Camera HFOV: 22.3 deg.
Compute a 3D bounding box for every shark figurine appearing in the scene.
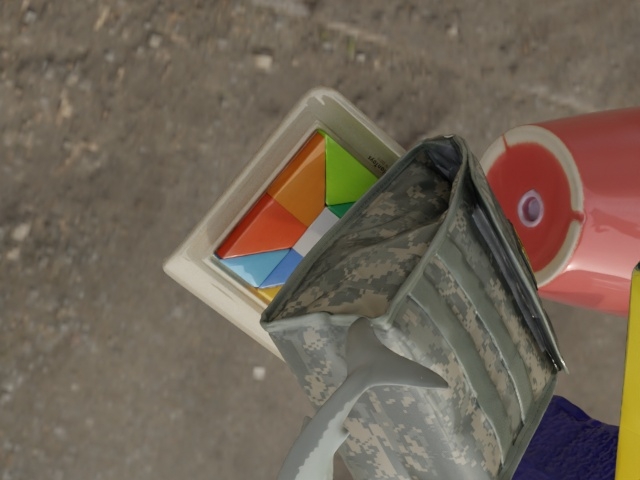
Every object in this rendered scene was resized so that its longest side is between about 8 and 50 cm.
[{"bbox_3d":[-0.016,0.193,1.164,0.166,0.116,0.278,5,91,-38],"label":"shark figurine"}]

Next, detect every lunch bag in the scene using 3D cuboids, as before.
[{"bbox_3d":[0.113,0.067,1.484,0.169,0.287,0.235,-5,125,37],"label":"lunch bag"}]

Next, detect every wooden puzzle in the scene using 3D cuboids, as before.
[{"bbox_3d":[0.000,0.000,1.568,0.238,0.044,0.221,-48,121,5],"label":"wooden puzzle"}]

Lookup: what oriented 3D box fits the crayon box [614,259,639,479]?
[{"bbox_3d":[0.459,0.176,1.489,0.363,0.106,0.313,25,142,29],"label":"crayon box"}]

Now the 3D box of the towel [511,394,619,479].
[{"bbox_3d":[0.251,0.328,1.921,0.308,0.228,0.076,-39,119,-17],"label":"towel"}]

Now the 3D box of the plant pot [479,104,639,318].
[{"bbox_3d":[0.329,-0.035,1.937,0.243,0.275,0.275,2,135,-37],"label":"plant pot"}]
